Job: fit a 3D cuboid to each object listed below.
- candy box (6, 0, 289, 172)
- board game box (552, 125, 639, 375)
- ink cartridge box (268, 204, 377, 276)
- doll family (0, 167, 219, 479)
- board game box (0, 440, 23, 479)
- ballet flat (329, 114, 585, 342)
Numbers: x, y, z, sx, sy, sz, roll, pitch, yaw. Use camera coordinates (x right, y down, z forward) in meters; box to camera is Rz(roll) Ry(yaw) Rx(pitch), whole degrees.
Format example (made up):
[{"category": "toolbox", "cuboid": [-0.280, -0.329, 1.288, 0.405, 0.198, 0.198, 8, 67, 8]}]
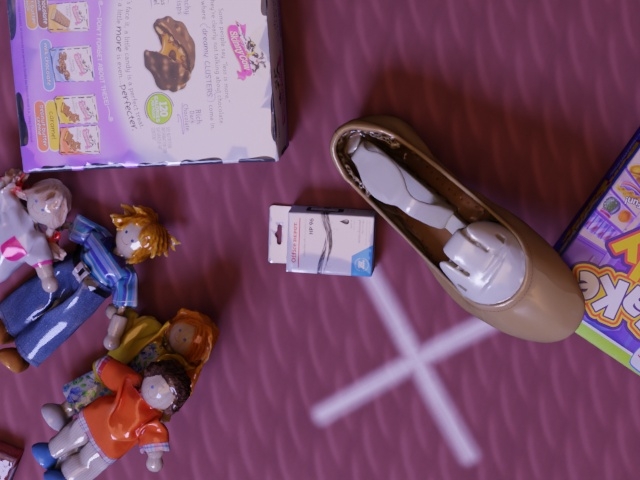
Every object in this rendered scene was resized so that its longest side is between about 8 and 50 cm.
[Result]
[{"category": "candy box", "cuboid": [-0.127, -0.140, 1.481, 0.196, 0.070, 0.165, -2, 102, 7]}, {"category": "board game box", "cuboid": [0.362, 0.040, 1.463, 0.347, 0.078, 0.233, 33, 104, -2]}, {"category": "ink cartridge box", "cuboid": [0.000, 0.000, 1.518, 0.083, 0.028, 0.048, 3, 102, 6]}, {"category": "doll family", "cuboid": [-0.171, 0.058, 1.522, 0.163, 0.118, 0.263, -38, 78, 18]}, {"category": "board game box", "cuboid": [-0.395, 0.179, 1.601, 0.281, 0.027, 0.145, 23, 102, 1]}, {"category": "ballet flat", "cuboid": [0.090, -0.007, 1.440, 0.232, 0.073, 0.080, 42, 106, 23]}]
